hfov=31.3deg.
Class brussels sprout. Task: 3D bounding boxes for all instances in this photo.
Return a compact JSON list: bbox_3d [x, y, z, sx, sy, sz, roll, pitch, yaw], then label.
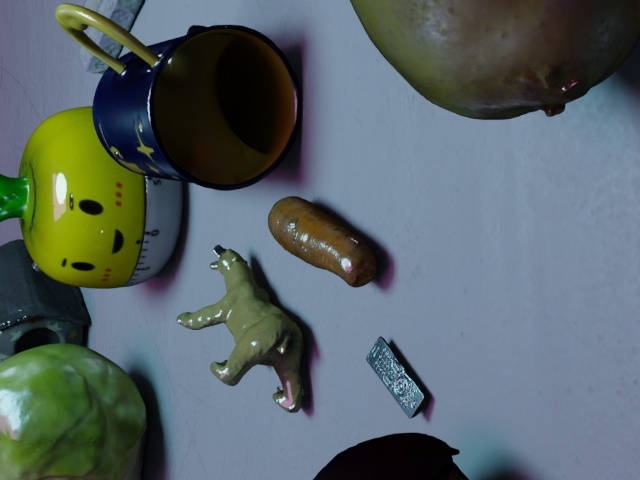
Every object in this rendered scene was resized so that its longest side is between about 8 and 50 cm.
[{"bbox_3d":[-0.386,0.286,1.670,0.274,0.316,0.243,-54,18,16],"label":"brussels sprout"}]

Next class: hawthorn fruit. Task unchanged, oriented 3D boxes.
[{"bbox_3d":[0.059,0.289,0.949,0.189,0.189,0.251,49,136,50],"label":"hawthorn fruit"}]

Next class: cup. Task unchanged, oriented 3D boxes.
[{"bbox_3d":[-0.174,-0.188,1.319,0.256,0.178,0.255,11,130,62],"label":"cup"}]

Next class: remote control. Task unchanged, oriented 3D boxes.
[{"bbox_3d":[0.074,0.129,1.085,0.034,0.016,0.091,-59,40,20],"label":"remote control"}]

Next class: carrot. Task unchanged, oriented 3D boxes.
[{"bbox_3d":[0.000,0.000,1.172,0.186,0.060,0.060,33,120,56],"label":"carrot"}]

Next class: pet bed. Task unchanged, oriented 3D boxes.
[{"bbox_3d":[-0.508,0.114,1.980,0.211,0.183,0.159,-122,35,-46],"label":"pet bed"}]

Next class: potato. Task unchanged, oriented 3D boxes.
[{"bbox_3d":[0.114,-0.247,0.785,0.243,0.221,0.326,9,102,51],"label":"potato"}]

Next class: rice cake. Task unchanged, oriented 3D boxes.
[{"bbox_3d":[-0.308,-0.375,1.723,0.298,0.050,0.106,-46,51,53],"label":"rice cake"}]

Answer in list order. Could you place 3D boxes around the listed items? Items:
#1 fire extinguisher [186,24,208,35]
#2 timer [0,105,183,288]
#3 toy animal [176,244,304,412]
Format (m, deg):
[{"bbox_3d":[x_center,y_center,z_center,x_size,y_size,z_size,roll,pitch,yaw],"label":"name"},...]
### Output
[{"bbox_3d":[-0.177,-0.212,1.501,0.064,0.043,0.158,44,137,11],"label":"fire extinguisher"},{"bbox_3d":[-0.352,-0.060,1.592,0.285,0.285,0.285,4,95,61],"label":"timer"},{"bbox_3d":[-0.081,0.095,1.308,0.101,0.103,0.218,-62,34,12],"label":"toy animal"}]
